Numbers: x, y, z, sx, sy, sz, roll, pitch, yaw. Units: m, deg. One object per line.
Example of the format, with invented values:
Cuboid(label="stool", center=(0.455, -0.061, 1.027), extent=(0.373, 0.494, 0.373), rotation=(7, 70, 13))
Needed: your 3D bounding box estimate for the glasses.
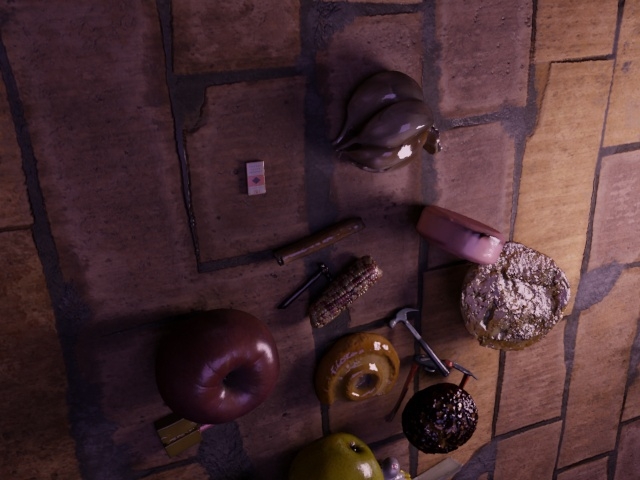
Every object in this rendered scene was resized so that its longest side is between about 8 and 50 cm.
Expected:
Cuboid(label="glasses", center=(0.354, 0.497, 1.990), extent=(0.234, 0.118, 0.268), rotation=(15, 102, -31))

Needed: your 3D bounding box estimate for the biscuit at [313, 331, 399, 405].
Cuboid(label="biscuit", center=(0.113, 0.377, 1.843), extent=(0.274, 0.091, 0.213), rotation=(-8, 115, -20))

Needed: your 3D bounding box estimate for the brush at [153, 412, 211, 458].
Cuboid(label="brush", center=(-0.325, 0.489, 1.703), extent=(0.233, 0.047, 0.103), rotation=(-25, 118, -17))

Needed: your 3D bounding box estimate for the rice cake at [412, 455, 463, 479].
Cuboid(label="rice cake", center=(0.375, 0.829, 2.163), extent=(0.256, 0.057, 0.052), rotation=(-26, 117, -15))

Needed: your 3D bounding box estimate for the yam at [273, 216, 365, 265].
Cuboid(label="yam", center=(0.000, 0.000, 1.667), extent=(0.264, 0.046, 0.046), rotation=(-23, 118, -16))

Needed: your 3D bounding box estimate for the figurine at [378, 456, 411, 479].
Cuboid(label="figurine", center=(0.215, 0.778, 2.053), extent=(0.129, 0.109, 0.178), rotation=(-33, 119, 15))

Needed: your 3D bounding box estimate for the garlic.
Cuboid(label="garlic", center=(0.175, -0.296, 1.602), extent=(0.292, 0.210, 0.237), rotation=(-8, 147, -27))

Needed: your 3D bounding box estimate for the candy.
Cuboid(label="candy", center=(0.388, -0.015, 1.724), extent=(0.255, 0.255, 0.094), rotation=(15, 103, -29))

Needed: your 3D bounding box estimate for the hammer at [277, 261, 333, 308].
Cuboid(label="hammer", center=(-0.044, 0.135, 1.713), extent=(0.178, 0.021, 0.065), rotation=(-42, 122, -5))

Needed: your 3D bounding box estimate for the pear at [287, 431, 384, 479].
Cuboid(label="pear", center=(0.048, 0.713, 1.838), extent=(0.294, 0.294, 0.294), rotation=(-9, 113, -22))

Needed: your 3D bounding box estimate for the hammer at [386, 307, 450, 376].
Cuboid(label="hammer", center=(0.312, 0.306, 1.882), extent=(0.103, 0.029, 0.246), rotation=(-41, 92, -15))

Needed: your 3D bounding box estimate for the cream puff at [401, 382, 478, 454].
Cuboid(label="cream puff", center=(0.367, 0.550, 1.905), extent=(0.239, 0.165, 0.239), rotation=(-10, 131, -11))

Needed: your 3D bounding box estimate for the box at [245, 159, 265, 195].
Cuboid(label="box", center=(-0.161, -0.155, 1.549), extent=(0.046, 0.012, 0.083), rotation=(-11, 114, -22))

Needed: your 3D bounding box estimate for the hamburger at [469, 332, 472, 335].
Cuboid(label="hamburger", center=(0.573, 0.185, 1.964), extent=(0.265, 0.134, 0.285), rotation=(1, 100, -14))

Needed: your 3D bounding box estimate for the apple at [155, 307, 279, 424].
Cuboid(label="apple", center=(-0.256, 0.308, 1.555), extent=(0.305, 0.235, 0.306), rotation=(-11, 115, -25))

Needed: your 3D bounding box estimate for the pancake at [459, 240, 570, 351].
Cuboid(label="pancake", center=(0.569, 0.171, 1.858), extent=(0.356, 0.065, 0.356), rotation=(-3, 100, -15))

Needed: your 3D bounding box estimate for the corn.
Cuboid(label="corn", center=(0.061, 0.143, 1.732), extent=(0.253, 0.086, 0.086), rotation=(-41, 121, -3))
